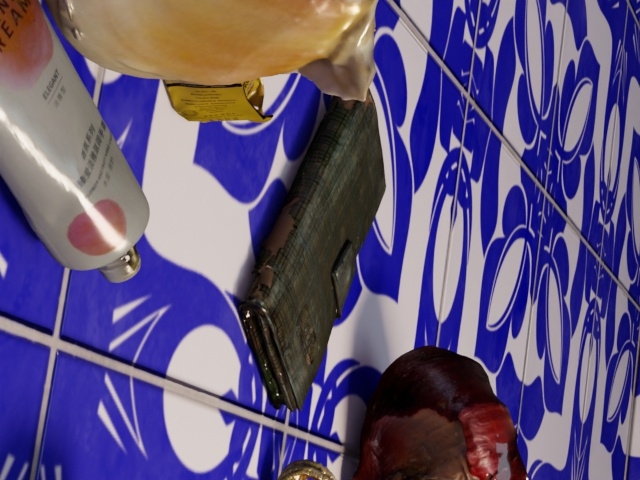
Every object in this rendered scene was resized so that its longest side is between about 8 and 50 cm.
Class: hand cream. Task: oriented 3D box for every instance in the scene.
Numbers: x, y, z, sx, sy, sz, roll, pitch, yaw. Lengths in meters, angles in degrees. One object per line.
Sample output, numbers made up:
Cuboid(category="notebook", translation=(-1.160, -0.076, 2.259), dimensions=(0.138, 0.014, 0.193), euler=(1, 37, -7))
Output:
Cuboid(category="hand cream", translation=(-0.193, -0.093, 1.168), dimensions=(0.341, 0.077, 0.124), euler=(67, 32, -43))

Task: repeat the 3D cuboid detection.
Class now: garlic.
Cuboid(category="garlic", translation=(-0.084, -0.245, 1.218), dimensions=(0.313, 0.249, 0.286), euler=(33, 73, -47))

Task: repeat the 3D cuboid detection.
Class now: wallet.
Cuboid(category="wallet", translation=(0.001, 0.000, 1.740), dimensions=(0.169, 0.044, 0.317), euler=(75, 28, -44))

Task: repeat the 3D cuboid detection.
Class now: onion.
Cuboid(category="onion", translation=(0.115, 0.257, 1.918), dimensions=(0.272, 0.195, 0.272), euler=(55, -23, 38))

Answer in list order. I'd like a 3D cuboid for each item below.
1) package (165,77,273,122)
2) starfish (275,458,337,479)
Cuboid(category="package", translation=(-0.087, -0.133, 1.436), dimensions=(0.131, 0.071, 0.047), euler=(76, 21, -44))
Cuboid(category="starfish", translation=(-0.024, 0.313, 1.688), dimensions=(0.190, 0.074, 0.146), euler=(-67, 152, -42))
